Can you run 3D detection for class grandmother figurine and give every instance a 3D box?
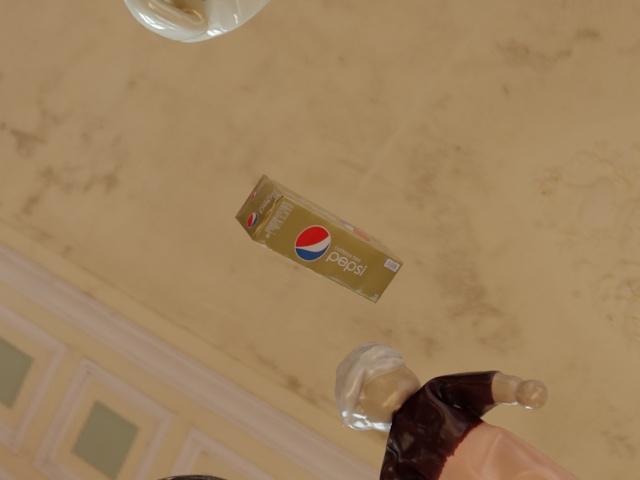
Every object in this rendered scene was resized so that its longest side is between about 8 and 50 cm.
[{"bbox_3d":[0.130,0.208,0.970,0.208,0.104,0.342,-49,-130,-4],"label":"grandmother figurine"}]

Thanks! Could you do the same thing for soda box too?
[{"bbox_3d":[0.000,0.000,1.131,0.058,0.181,0.061,-55,-145,8],"label":"soda box"}]

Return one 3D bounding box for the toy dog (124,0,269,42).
[{"bbox_3d":[-0.169,-0.482,1.350,0.284,0.395,0.408,3,-60,52],"label":"toy dog"}]

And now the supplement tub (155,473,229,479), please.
[{"bbox_3d":[-0.149,0.415,1.103,0.193,0.316,0.194,1,-60,2],"label":"supplement tub"}]
